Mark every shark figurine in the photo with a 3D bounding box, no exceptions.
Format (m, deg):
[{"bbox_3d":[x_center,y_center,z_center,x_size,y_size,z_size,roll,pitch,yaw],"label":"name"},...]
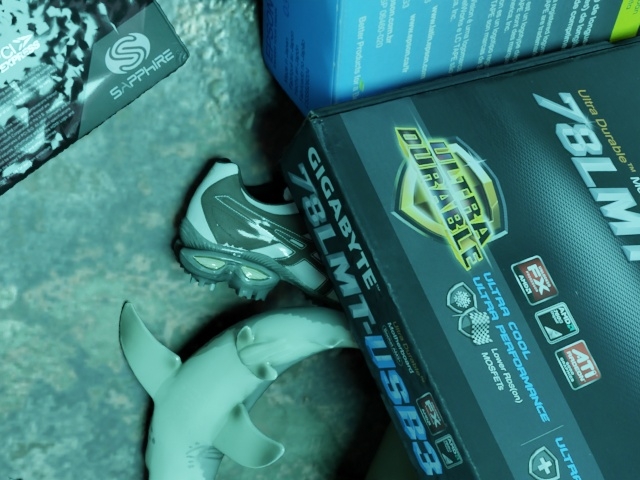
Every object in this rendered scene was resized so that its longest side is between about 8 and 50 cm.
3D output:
[{"bbox_3d":[-0.021,0.084,0.697,0.116,0.278,0.166,-16,81,-61],"label":"shark figurine"}]

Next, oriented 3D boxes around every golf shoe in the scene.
[{"bbox_3d":[0.000,0.000,0.712,0.198,0.077,0.094,13,98,-29],"label":"golf shoe"}]

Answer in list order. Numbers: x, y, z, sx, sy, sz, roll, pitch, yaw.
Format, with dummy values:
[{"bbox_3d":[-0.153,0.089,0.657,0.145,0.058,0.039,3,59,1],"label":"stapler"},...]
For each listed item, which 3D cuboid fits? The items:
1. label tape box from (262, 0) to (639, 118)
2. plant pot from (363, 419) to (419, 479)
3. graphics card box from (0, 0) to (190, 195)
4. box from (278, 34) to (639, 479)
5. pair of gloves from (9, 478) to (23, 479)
[{"bbox_3d":[0.132,-0.220,0.640,0.334,0.106,0.240,-21,145,-19],"label":"label tape box"},{"bbox_3d":[0.156,0.199,0.738,0.323,0.323,0.280,15,81,-28],"label":"plant pot"},{"bbox_3d":[-0.263,-0.184,0.522,0.233,0.094,0.371,-40,116,-12],"label":"graphics card box"},{"bbox_3d":[0.163,0.029,0.626,0.293,0.073,0.295,-17,74,-26],"label":"box"},{"bbox_3d":[-0.261,0.244,0.683,0.159,0.023,0.198,-12,110,-23],"label":"pair of gloves"}]
